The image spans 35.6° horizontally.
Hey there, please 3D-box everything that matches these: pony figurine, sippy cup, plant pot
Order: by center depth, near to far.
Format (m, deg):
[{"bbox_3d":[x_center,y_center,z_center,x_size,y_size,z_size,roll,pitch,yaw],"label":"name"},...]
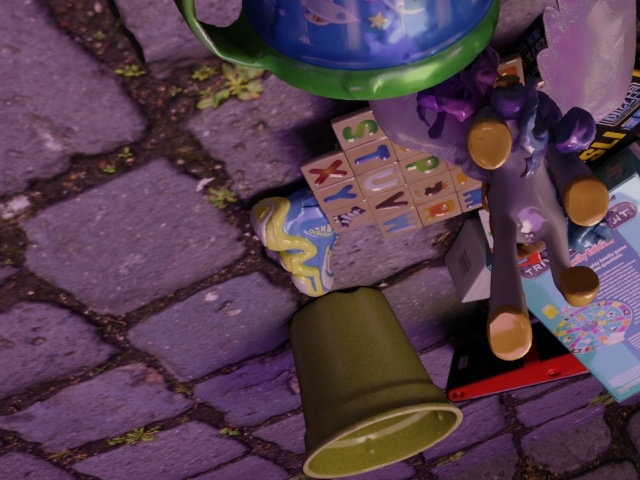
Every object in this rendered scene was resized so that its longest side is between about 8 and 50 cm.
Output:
[{"bbox_3d":[0.034,-0.274,0.820,0.305,0.240,0.224,-55,155,-30],"label":"sippy cup"},{"bbox_3d":[0.194,-0.101,1.020,0.303,0.363,0.351,-7,109,7],"label":"pony figurine"},{"bbox_3d":[0.066,0.228,1.684,0.276,0.254,0.276,-15,152,-8],"label":"plant pot"}]

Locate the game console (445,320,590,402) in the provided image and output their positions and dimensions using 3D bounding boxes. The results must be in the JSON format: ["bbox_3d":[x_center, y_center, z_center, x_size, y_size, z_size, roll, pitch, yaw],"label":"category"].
[{"bbox_3d":[0.411,0.214,1.887,0.342,0.060,0.386,-19,-179,11],"label":"game console"}]

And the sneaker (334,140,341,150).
[{"bbox_3d":[0.072,-0.103,1.318,0.076,0.065,0.166,-39,154,-2],"label":"sneaker"}]

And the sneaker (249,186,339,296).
[{"bbox_3d":[0.000,0.000,1.406,0.126,0.091,0.240,-26,151,10],"label":"sneaker"}]

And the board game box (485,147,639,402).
[{"bbox_3d":[0.449,0.061,1.476,0.254,0.079,0.336,-35,113,27],"label":"board game box"}]

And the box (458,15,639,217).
[{"bbox_3d":[0.296,-0.149,1.351,0.257,0.079,0.322,1,146,-38],"label":"box"}]

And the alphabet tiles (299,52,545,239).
[{"bbox_3d":[0.157,-0.106,1.254,0.343,0.011,0.285,-19,147,6],"label":"alphabet tiles"}]

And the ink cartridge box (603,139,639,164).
[{"bbox_3d":[0.532,-0.085,1.516,0.235,0.171,0.056,-39,169,32],"label":"ink cartridge box"}]

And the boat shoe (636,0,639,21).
[{"bbox_3d":[0.518,-0.306,1.181,0.306,0.105,0.113,-14,152,-12],"label":"boat shoe"}]

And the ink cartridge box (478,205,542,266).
[{"bbox_3d":[0.266,-0.006,1.393,0.063,0.029,0.115,-13,115,18],"label":"ink cartridge box"}]

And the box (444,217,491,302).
[{"bbox_3d":[0.312,0.021,1.648,0.170,0.091,0.130,-9,150,-20],"label":"box"}]
